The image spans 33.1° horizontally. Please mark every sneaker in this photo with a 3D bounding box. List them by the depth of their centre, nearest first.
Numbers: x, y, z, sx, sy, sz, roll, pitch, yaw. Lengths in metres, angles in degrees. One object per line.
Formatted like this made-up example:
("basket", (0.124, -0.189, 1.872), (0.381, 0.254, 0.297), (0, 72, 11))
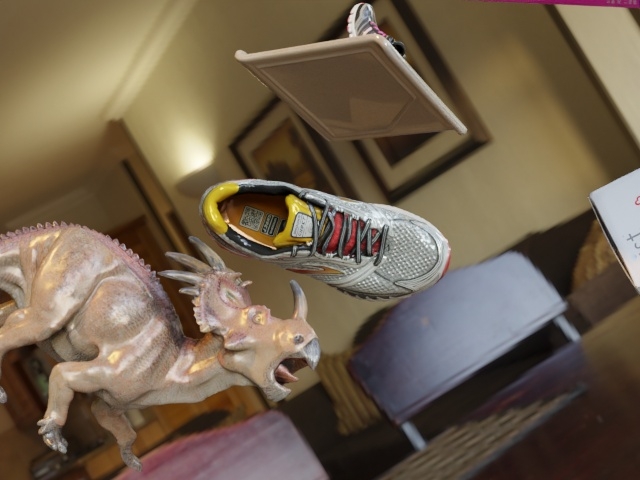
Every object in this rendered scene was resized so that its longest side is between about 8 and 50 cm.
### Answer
("sneaker", (0.000, 0.000, 0.927), (0.225, 0.088, 0.093), (11, -3, 5))
("sneaker", (0.086, -0.276, 1.542), (0.074, 0.170, 0.063), (-18, -35, 20))

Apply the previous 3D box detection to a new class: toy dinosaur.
("toy dinosaur", (-0.160, 0.052, 0.829), (0.200, 0.295, 0.127), (-53, 2, -2))

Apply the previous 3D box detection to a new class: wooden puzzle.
("wooden puzzle", (0.042, -0.194, 1.368), (0.238, 0.044, 0.221), (3, -22, 36))

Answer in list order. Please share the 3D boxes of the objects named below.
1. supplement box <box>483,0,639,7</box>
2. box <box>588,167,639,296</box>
("supplement box", (0.190, -0.281, 0.932), (0.220, 0.114, 0.111), (11, 50, 28))
("box", (0.423, 0.004, 1.068), (0.231, 0.127, 0.262), (-29, -39, 14))
